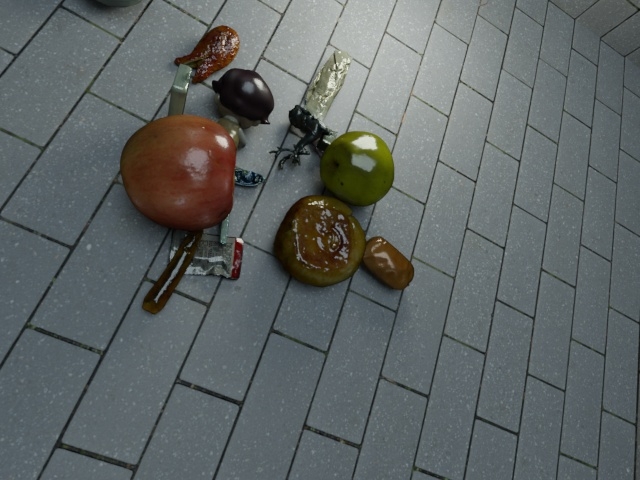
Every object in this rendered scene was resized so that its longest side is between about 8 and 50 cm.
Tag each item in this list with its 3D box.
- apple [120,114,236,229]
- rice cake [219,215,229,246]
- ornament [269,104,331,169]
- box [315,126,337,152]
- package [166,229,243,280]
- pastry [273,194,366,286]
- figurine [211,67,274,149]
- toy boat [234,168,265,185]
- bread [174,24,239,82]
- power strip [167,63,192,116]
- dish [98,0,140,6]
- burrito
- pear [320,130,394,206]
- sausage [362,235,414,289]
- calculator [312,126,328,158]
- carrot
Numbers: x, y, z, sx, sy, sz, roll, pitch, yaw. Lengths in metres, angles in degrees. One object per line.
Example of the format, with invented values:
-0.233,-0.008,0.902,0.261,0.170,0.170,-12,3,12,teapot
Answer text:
-0.424,-0.205,1.330,0.364,0.364,0.363,7,72,-21,apple
-0.327,-0.059,1.499,0.029,0.033,0.170,6,62,-15,rice cake
-0.106,-0.385,1.654,0.202,0.080,0.236,40,84,21,ornament
0.026,-0.391,1.704,0.060,0.063,0.084,26,68,-15,box
-0.380,0.047,1.459,0.239,0.030,0.154,9,73,-17,package
0.000,0.000,1.564,0.356,0.164,0.355,8,70,-24,pastry
-0.304,-0.437,1.582,0.218,0.206,0.364,23,91,8,figurine
-0.268,-0.226,1.571,0.137,0.061,0.060,9,71,-21,toy boat
-0.408,-0.703,1.634,0.139,0.095,0.269,42,67,1,bread
-0.470,-0.450,1.442,0.046,0.270,0.118,12,59,-19,power strip
-0.731,-0.936,1.548,0.303,0.120,0.303,7,72,-21,dish
0.027,-0.642,1.806,0.117,0.076,0.392,24,68,-2,burrito
0.146,-0.266,1.642,0.294,0.294,0.294,7,72,-21,pear
0.257,0.090,1.668,0.241,0.120,0.136,37,79,-10,sausage
0.025,-0.379,1.755,0.100,0.032,0.175,-28,88,-27,calculator
-0.457,0.085,1.384,0.066,0.066,0.314,31,71,-12,carrot
